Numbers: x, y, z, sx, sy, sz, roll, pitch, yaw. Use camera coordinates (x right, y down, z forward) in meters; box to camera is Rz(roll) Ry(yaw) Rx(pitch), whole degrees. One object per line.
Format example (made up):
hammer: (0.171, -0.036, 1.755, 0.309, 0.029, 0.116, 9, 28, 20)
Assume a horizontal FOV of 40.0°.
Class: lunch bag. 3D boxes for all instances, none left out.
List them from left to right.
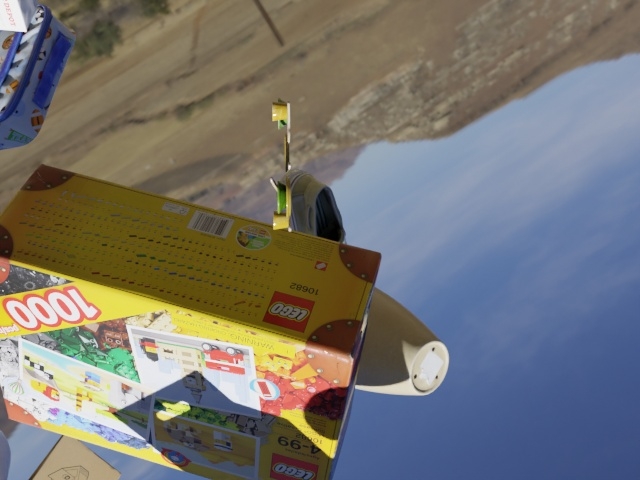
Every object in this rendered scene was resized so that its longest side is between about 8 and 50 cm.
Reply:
lunch bag: (-0.606, -0.320, 1.711, 0.243, 0.115, 0.304, -6, -120, 30)

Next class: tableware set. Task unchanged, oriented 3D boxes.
tableware set: (-0.047, -0.088, 1.019, 0.024, 0.154, 0.104, -1, -171, -3)

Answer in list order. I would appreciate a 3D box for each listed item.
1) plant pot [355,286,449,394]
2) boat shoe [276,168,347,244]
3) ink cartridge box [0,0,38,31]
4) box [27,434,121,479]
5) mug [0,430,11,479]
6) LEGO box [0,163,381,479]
plant pot: (0.155, 0.249, 2.034, 0.256, 0.257, 0.274, -35, -147, -30)
boat shoe: (0.000, 0.000, 1.659, 0.109, 0.302, 0.094, -44, -134, -21)
ink cartridge box: (-0.408, -0.299, 1.015, 0.135, 0.056, 0.099, 5, 147, 0)
box: (-0.540, 0.531, 1.853, 0.021, 0.164, 0.201, -3, -135, 51)
mug: (-0.802, 0.512, 1.669, 0.276, 0.374, 0.328, -59, -156, 25)
LEGO box: (-0.194, 0.144, 1.243, 0.193, 0.500, 0.373, -68, 170, -45)
